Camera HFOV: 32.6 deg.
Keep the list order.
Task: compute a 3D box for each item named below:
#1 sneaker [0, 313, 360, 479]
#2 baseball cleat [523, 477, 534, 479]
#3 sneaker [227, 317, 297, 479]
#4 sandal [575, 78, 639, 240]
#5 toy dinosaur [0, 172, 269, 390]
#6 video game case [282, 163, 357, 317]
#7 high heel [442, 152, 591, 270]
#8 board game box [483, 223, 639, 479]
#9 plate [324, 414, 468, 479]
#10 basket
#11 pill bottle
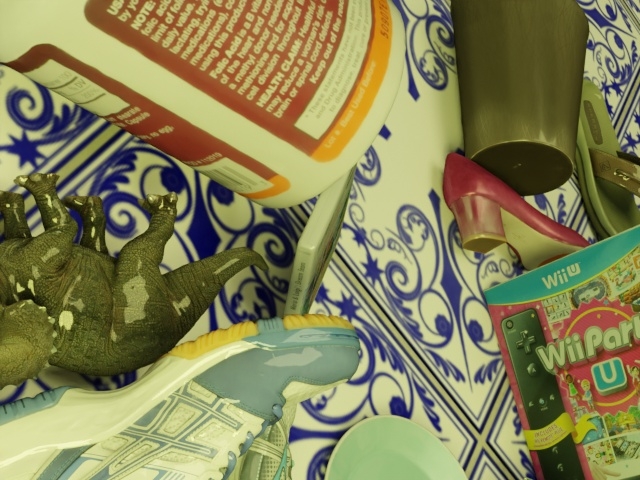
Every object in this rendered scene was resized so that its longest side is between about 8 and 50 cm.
[{"bbox_3d":[-0.098,0.148,0.752,0.296,0.112,0.131,-20,70,-12],"label":"sneaker"},{"bbox_3d":[0.167,0.324,1.056,0.206,0.109,0.072,-48,142,-23],"label":"baseball cleat"},{"bbox_3d":[-0.072,0.188,0.863,0.122,0.110,0.283,57,39,-36],"label":"sneaker"},{"bbox_3d":[0.420,-0.096,1.532,0.120,0.086,0.303,-6,74,-48],"label":"sandal"},{"bbox_3d":[-0.176,0.040,0.824,0.313,0.121,0.160,9,75,-49],"label":"toy dinosaur"},{"bbox_3d":[0.000,0.000,1.003,0.019,0.143,0.157,18,47,5],"label":"video game case"},{"bbox_3d":[0.241,-0.033,1.322,0.244,0.082,0.117,8,61,-36],"label":"high heel"},{"bbox_3d":[0.323,0.162,1.185,0.097,0.224,0.303,3,67,-43],"label":"board game box"},{"bbox_3d":[0.073,0.254,1.009,0.188,0.024,0.188,20,54,-30],"label":"plate"},{"bbox_3d":[0.245,-0.183,1.349,0.204,0.154,0.227,28,55,-34],"label":"basket"},{"bbox_3d":[-0.137,-0.203,0.889,0.392,0.224,0.224,30,50,-34],"label":"pill bottle"}]
